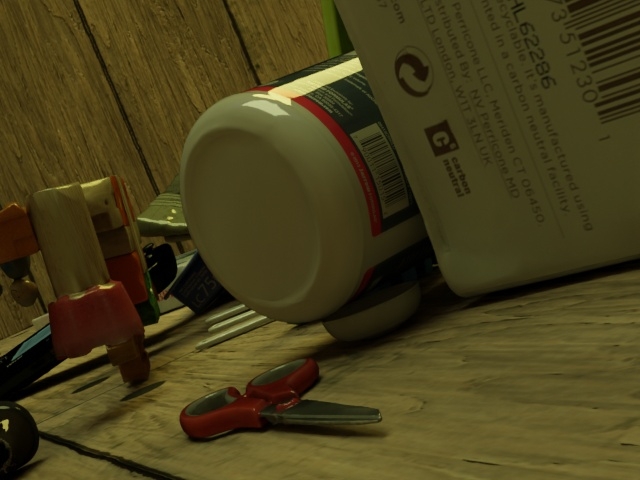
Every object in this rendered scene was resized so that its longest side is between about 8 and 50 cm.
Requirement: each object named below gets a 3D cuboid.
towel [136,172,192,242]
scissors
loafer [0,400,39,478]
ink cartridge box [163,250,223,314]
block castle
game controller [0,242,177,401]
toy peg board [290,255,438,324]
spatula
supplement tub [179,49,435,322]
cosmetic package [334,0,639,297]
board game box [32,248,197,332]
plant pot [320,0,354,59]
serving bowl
[{"bbox_3d":[-0.039,-0.060,1.641,0.324,0.056,0.312,3,26,15],"label":"towel"},{"bbox_3d":[-0.033,0.115,0.829,0.109,0.021,0.297,-21,5,-8],"label":"scissors"},{"bbox_3d":[-0.342,0.189,1.049,0.220,0.080,0.078,-23,4,-6],"label":"loafer"},{"bbox_3d":[-0.124,0.006,1.875,0.186,0.065,0.311,-51,-3,9],"label":"ink cartridge box"},{"bbox_3d":[-0.327,0.075,1.359,0.303,0.213,0.453,-17,3,-4],"label":"block castle"},{"bbox_3d":[-0.327,0.111,1.713,0.319,0.067,0.166,-36,1,5],"label":"game controller"},{"bbox_3d":[0.045,0.026,1.263,0.160,0.079,0.161,1,20,38],"label":"toy peg board"},{"bbox_3d":[-0.023,0.063,1.442,0.242,0.019,0.168,-23,10,3],"label":"spatula"},{"bbox_3d":[0.035,-0.062,1.085,0.272,0.191,0.191,-27,6,-42],"label":"supplement tub"},{"bbox_3d":[0.271,-0.193,0.979,0.393,0.330,0.327,-25,5,-42],"label":"cosmetic package"},{"bbox_3d":[-0.276,0.079,2.205,0.318,0.066,0.318,-20,4,26],"label":"board game box"},{"bbox_3d":[0.146,-0.232,1.579,0.227,0.228,0.207,-12,-14,18],"label":"plant pot"},{"bbox_3d":[0.044,0.060,1.019,0.083,0.027,0.083,-22,4,2],"label":"serving bowl"}]
